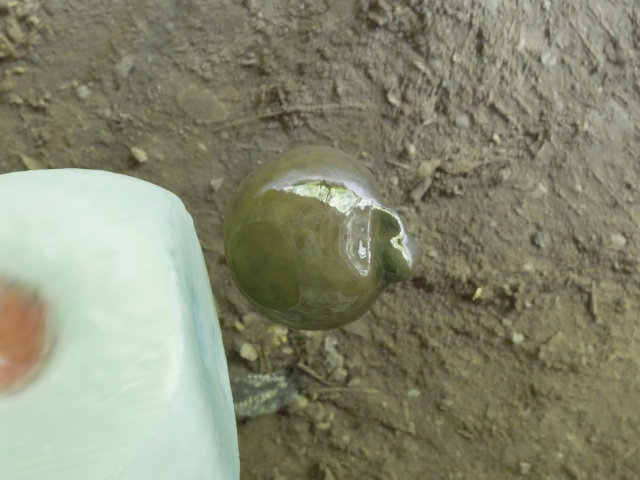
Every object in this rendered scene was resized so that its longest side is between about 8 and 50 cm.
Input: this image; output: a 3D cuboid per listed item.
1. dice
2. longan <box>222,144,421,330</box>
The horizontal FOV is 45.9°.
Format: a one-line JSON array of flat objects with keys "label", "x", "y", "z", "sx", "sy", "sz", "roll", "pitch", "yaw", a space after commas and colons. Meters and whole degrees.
[{"label": "dice", "x": -0.218, "y": 0.115, "z": 0.630, "sx": 0.268, "sy": 0.265, "sz": 0.262, "roll": -13, "pitch": 156, "yaw": -3}, {"label": "longan", "x": 0.000, "y": 0.000, "z": 0.743, "sx": 0.204, "sy": 0.159, "sz": 0.185, "roll": 13, "pitch": 109, "yaw": 27}]
